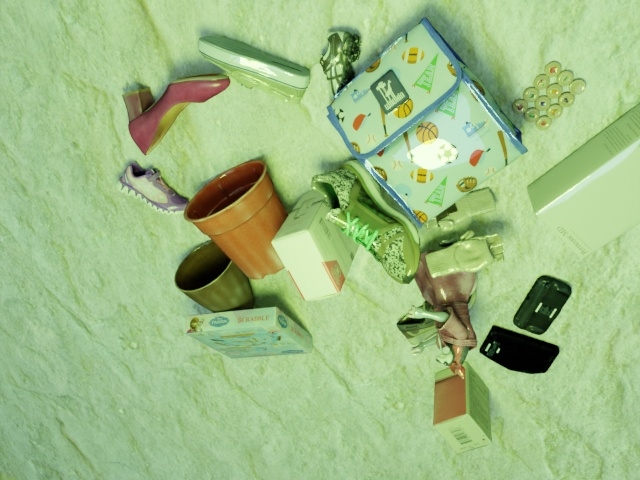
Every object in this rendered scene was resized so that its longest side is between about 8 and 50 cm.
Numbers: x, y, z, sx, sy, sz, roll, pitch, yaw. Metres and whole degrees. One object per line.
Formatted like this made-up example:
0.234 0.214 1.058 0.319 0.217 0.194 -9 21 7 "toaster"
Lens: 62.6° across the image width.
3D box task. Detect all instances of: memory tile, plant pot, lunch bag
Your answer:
0.557 -0.350 1.285 0.113 0.012 0.148 33 122 -7 "memory tile"
-0.316 0.151 1.702 0.215 0.215 0.230 -14 131 21 "plant pot"
-0.204 -0.046 1.521 0.272 0.272 0.265 -20 121 23 "plant pot"
0.247 -0.280 1.273 0.328 0.239 0.385 -37 101 25 "lunch bag"

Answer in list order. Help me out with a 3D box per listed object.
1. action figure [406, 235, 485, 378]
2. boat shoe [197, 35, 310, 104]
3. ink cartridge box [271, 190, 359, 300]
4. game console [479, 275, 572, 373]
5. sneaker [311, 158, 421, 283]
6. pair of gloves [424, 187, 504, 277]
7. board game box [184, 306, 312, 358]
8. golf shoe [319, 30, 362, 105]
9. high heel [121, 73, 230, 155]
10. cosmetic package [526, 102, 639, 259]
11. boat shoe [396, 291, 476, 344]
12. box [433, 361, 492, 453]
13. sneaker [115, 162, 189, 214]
0.373 0.200 1.480 0.276 0.370 0.248 -11 158 3 "action figure"
-0.178 -0.438 1.362 0.302 0.109 0.094 21 125 -2 "boat shoe"
0.000 0.000 1.471 0.117 0.283 0.207 -16 115 26 "ink cartridge box"
0.653 0.266 1.610 0.213 0.044 0.361 18 123 1 "game console"
0.099 -0.041 1.359 0.182 0.410 0.158 -11 141 -29 "sneaker"
0.374 -0.024 1.404 0.204 0.240 0.042 -11 153 19 "pair of gloves"
-0.228 0.314 1.747 0.319 0.065 0.318 -7 151 18 "board game box"
0.040 -0.432 1.340 0.094 0.077 0.198 25 122 19 "golf shoe"
-0.381 -0.346 1.446 0.377 0.127 0.181 -1 111 34 "high heel"
0.722 -0.149 1.281 0.197 0.155 0.365 39 120 -13 "cosmetic package"
0.351 0.223 1.624 0.092 0.102 0.285 37 127 -15 "boat shoe"
0.458 0.539 1.703 0.127 0.232 0.148 -31 108 28 "box"
-0.509 -0.163 1.617 0.236 0.095 0.104 26 115 -1 "sneaker"
